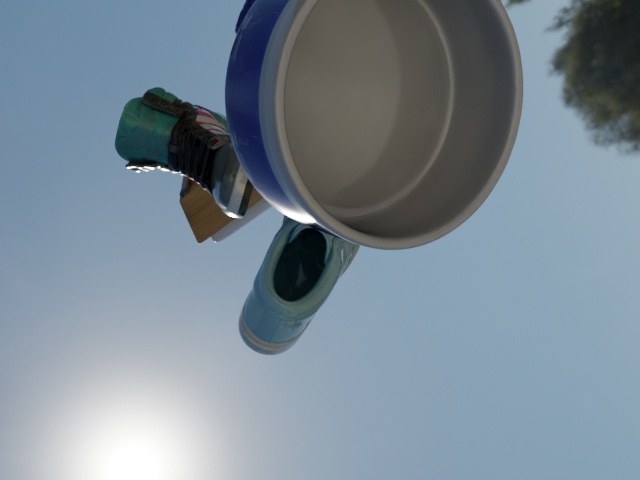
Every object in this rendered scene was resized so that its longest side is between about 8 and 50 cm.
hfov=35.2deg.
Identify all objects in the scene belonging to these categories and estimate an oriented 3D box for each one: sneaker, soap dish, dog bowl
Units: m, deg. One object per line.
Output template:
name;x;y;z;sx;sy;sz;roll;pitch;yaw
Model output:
sneaker;-0.183;-0.124;1.350;0.178;0.124;0.295;13;-165;-17
soap dish;-0.123;-0.153;1.792;0.118;0.291;0.229;42;-154;-28
dog bowl;0.051;-0.129;0.912;0.265;0.265;0.104;45;167;-30
sneaker;0.000;0.000;1.509;0.135;0.150;0.366;26;-126;-6

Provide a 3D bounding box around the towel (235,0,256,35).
towel;0.015;-0.331;1.068;0.076;0.308;0.227;25;-178;-21
